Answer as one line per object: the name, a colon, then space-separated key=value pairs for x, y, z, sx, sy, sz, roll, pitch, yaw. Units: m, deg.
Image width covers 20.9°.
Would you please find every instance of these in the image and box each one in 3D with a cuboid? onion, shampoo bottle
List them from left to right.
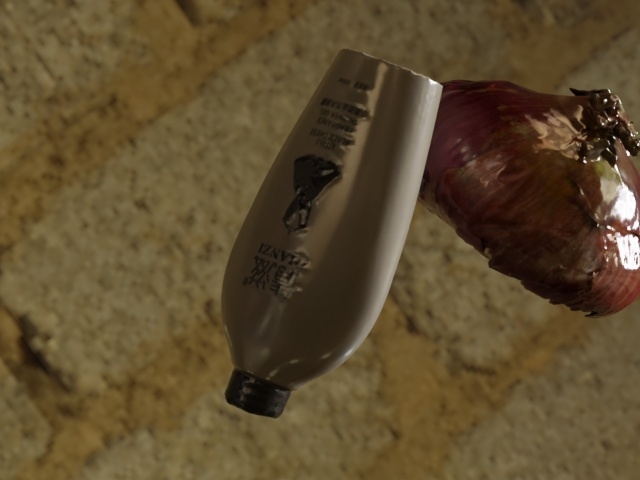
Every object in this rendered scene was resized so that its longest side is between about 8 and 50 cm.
shampoo bottle: x=0.000 y=0.000 z=1.183 sx=0.127 sy=0.078 sz=0.256 roll=20 pitch=-90 yaw=34
onion: x=0.173 y=-0.053 z=1.343 sx=0.163 sy=0.230 sz=0.230 roll=-57 pitch=-175 yaw=17
